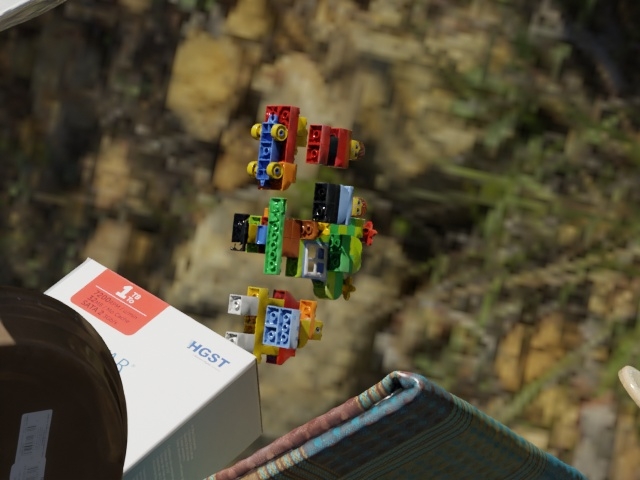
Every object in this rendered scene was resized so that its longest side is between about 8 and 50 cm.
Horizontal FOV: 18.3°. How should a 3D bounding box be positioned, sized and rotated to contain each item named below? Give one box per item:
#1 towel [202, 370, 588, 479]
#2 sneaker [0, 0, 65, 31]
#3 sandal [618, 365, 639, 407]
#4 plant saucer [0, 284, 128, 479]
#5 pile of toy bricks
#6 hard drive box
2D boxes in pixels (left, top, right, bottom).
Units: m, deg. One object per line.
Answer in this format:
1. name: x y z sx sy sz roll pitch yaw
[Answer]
1. towel: 0.036 0.208 1.501 0.370 0.271 0.040 37 -153 -57
2. sneaker: -0.286 -0.247 1.650 0.147 0.296 0.104 61 159 0
3. sandal: 0.335 0.162 1.510 0.079 0.240 0.088 -42 2 17
4. plant saucer: -0.231 0.161 1.256 0.041 0.278 0.278 31 113 43
5. pile of toy bricks: 0.000 0.000 1.630 0.118 0.105 0.212 6 89 47
6. hard drive box: -0.186 0.142 1.474 0.232 0.181 0.089 -40 -36 -34
